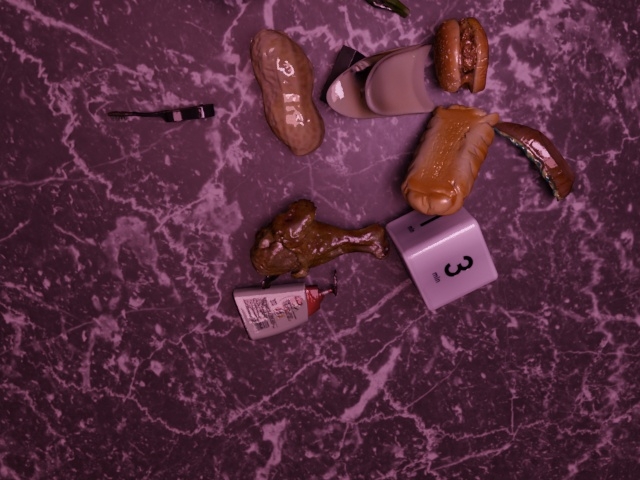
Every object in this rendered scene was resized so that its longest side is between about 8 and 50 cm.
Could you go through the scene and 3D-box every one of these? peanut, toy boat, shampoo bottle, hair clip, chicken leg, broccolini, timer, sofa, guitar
[{"bbox_3d":[-0.079,-0.360,1.453,0.149,0.149,0.313,-13,103,1],"label":"peanut"},{"bbox_3d":[0.549,-0.225,1.527,0.293,0.108,0.099,43,129,-5],"label":"toy boat"},{"bbox_3d":[-0.080,0.163,1.602,0.284,0.071,0.153,-18,100,-1],"label":"shampoo bottle"},{"bbox_3d":[0.153,-0.375,1.460,0.282,0.113,0.172,-26,116,-36],"label":"hair clip"},{"bbox_3d":[-0.011,-0.012,1.537,0.361,0.140,0.211,-17,124,-9],"label":"chicken leg"},{"bbox_3d":[0.132,-0.605,1.435,0.203,0.068,0.091,28,116,-8],"label":"broccolini"},{"bbox_3d":[0.304,0.027,1.503,0.195,0.194,0.192,-27,118,3],"label":"timer"},{"bbox_3d":[0.060,-0.405,1.489,0.060,0.085,0.147,32,104,34],"label":"sofa"},{"bbox_3d":[-0.401,-0.315,1.486,0.271,0.084,0.038,-3,104,5],"label":"guitar"}]

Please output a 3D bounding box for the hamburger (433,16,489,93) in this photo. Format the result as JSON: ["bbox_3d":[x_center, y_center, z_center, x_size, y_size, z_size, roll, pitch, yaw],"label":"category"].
[{"bbox_3d":[0.335,-0.440,1.421,0.118,0.191,0.181,-12,110,2],"label":"hamburger"}]

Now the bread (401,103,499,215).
[{"bbox_3d":[0.313,-0.193,1.464,0.173,0.121,0.311,19,71,27],"label":"bread"}]
